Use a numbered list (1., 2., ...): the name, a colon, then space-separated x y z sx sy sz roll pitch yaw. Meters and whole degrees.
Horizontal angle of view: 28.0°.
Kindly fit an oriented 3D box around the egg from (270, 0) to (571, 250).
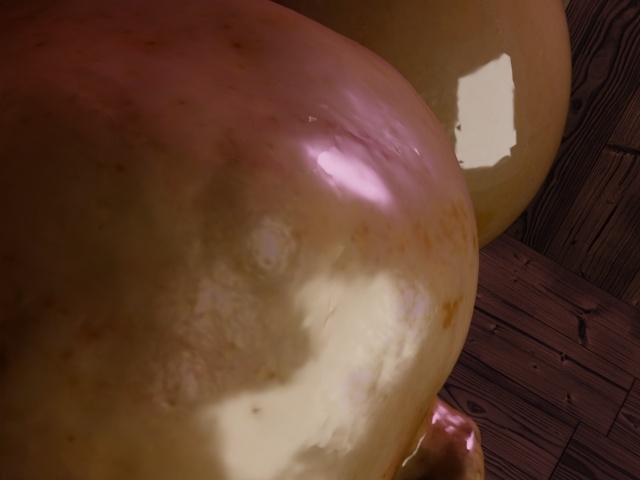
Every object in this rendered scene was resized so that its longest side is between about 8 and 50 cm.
1. egg: 0.043 -0.143 0.998 0.301 0.301 0.374 -51 149 -36

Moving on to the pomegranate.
1. pomegranate: -0.082 0.050 0.736 0.411 0.411 0.411 -56 169 -17
